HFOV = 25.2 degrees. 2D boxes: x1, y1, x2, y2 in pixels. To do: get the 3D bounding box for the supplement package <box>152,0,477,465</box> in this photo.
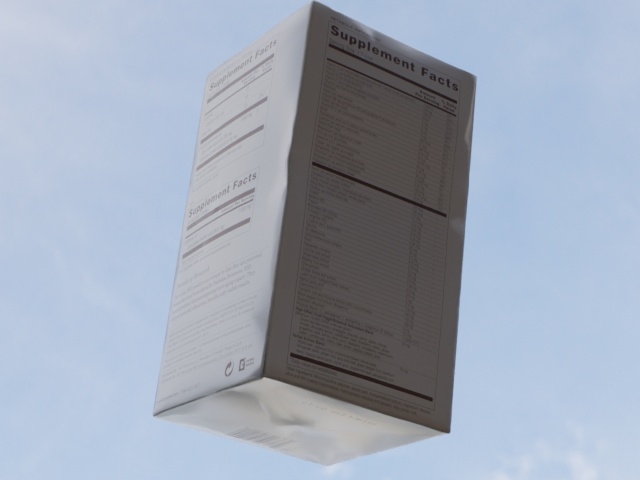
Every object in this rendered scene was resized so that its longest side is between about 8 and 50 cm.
[{"bbox_3d":[0.000,0.000,0.898,0.139,0.244,0.134,21,-27,-29],"label":"supplement package"}]
